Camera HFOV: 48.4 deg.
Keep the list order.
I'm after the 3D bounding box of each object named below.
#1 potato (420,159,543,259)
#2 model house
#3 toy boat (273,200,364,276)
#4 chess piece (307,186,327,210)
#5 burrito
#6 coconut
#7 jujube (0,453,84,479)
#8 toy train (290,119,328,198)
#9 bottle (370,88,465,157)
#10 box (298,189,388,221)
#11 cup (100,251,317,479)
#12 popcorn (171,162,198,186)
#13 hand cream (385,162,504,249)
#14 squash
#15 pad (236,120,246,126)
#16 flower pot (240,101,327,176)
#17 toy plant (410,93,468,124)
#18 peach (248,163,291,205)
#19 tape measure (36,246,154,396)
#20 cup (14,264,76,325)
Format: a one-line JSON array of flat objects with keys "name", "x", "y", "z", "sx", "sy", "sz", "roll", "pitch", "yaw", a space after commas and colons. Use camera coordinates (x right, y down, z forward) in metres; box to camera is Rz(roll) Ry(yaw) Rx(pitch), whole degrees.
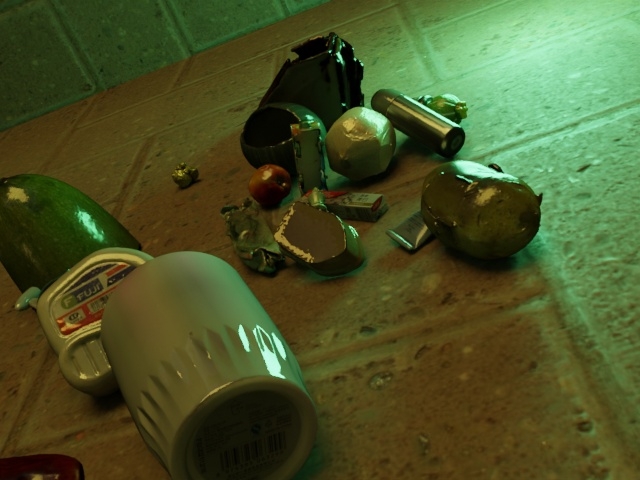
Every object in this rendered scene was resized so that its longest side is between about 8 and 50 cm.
[{"name": "potato", "x": 0.269, "y": -0.059, "z": 1.243, "sx": 0.169, "sy": 0.144, "sz": 0.248, "roll": -23, "pitch": 34, "yaw": -15}, {"name": "model house", "x": -0.023, "y": -0.429, "z": 1.950, "sx": 0.297, "sy": 0.317, "sz": 0.283, "roll": 2, "pitch": 40, "yaw": 18}, {"name": "toy boat", "x": 0.000, "y": 0.000, "z": 1.380, "sx": 0.188, "sy": 0.061, "sz": 0.116, "roll": 25, "pitch": 79, "yaw": 35}, {"name": "chess piece", "x": -0.005, "y": -0.061, "z": 1.504, "sx": 0.059, "sy": 0.059, "sz": 0.149, "roll": -17, "pitch": 47, "yaw": 13}, {"name": "burrito", "x": -0.153, "y": -0.010, "z": 1.562, "sx": 0.096, "sy": 0.066, "sz": 0.309, "roll": -25, "pitch": 31, "yaw": -7}, {"name": "coconut", "x": 0.090, "y": -0.217, "z": 1.633, "sx": 0.161, "sy": 0.161, "sz": 0.162, "roll": -6, "pitch": 36, "yaw": 29}, {"name": "jujube", "x": -0.465, "y": 0.402, "z": 1.025, "sx": 0.255, "sy": 0.190, "sz": 0.190, "roll": -14, "pitch": 25, "yaw": -18}, {"name": "toy train", "x": -0.025, "y": -0.192, "z": 1.648, "sx": 0.072, "sy": 0.188, "sz": 0.099, "roll": -7, "pitch": 24, "yaw": 0}, {"name": "bottle", "x": 0.218, "y": -0.270, "z": 1.641, "sx": 0.079, "sy": 0.096, "sz": 0.253, "roll": -20, "pitch": 45, "yaw": -35}, {"name": "box", "x": 0.045, "y": -0.077, "z": 1.554, "sx": 0.218, "sy": 0.040, "sz": 0.055, "roll": 8, "pitch": 43, "yaw": 44}, {"name": "cup", "x": -0.166, "y": 0.191, "z": 1.053, "sx": 0.253, "sy": 0.253, "sz": 0.371, "roll": -31, "pitch": 32, "yaw": -13}, {"name": "popcorn", "x": -0.385, "y": -0.186, "z": 2.035, "sx": 0.083, "sy": 0.068, "sz": 0.059, "roll": -15, "pitch": -10, "yaw": 12}, {"name": "hand cream", "x": 0.246, "y": -0.069, "z": 1.380, "sx": 0.256, "sy": 0.055, "sz": 0.088, "roll": -34, "pitch": 41, "yaw": -12}, {"name": "squash", "x": -0.637, "y": -0.032, "z": 1.709, "sx": 0.310, "sy": 0.309, "sz": 0.310, "roll": -18, "pitch": 28, "yaw": 10}, {"name": "pad", "x": -0.085, "y": -0.423, "z": 2.227, "sx": 0.375, "sy": 0.063, "sz": 0.315, "roll": -35, "pitch": 14, "yaw": -29}, {"name": "flower pot", "x": -0.092, "y": -0.252, "z": 1.797, "sx": 0.243, "sy": 0.157, "sz": 0.189, "roll": 14, "pitch": 81, "yaw": 39}, {"name": "toy plant", "x": 0.273, "y": -0.306, "z": 1.710, "sx": 0.162, "sy": 0.093, "sz": 0.093, "roll": 1, "pitch": 37, "yaw": 37}, {"name": "peach", "x": -0.123, "y": -0.134, "z": 1.718, "sx": 0.100, "sy": 0.101, "sz": 0.101, "roll": -18, "pitch": 29, "yaw": 11}, {"name": "tape measure", "x": -0.367, "y": 0.147, "z": 1.323, "sx": 0.258, "sy": 0.130, "sz": 0.265, "roll": -31, "pitch": 71, "yaw": -8}, {"name": "cup", "x": -0.484, "y": 0.121, "z": 1.505, "sx": 0.299, "sy": 0.168, "sz": 0.173, "roll": 1, "pitch": 20, "yaw": 7}]
